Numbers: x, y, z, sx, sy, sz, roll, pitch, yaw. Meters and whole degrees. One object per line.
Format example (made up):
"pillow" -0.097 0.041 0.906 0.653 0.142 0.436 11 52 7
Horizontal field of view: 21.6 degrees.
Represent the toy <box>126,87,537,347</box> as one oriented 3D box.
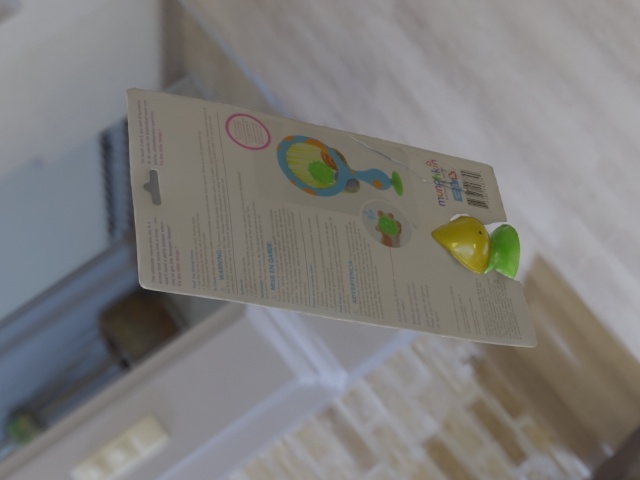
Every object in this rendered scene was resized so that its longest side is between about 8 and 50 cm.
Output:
"toy" 0.000 0.000 0.949 0.056 0.237 0.137 122 149 -46
